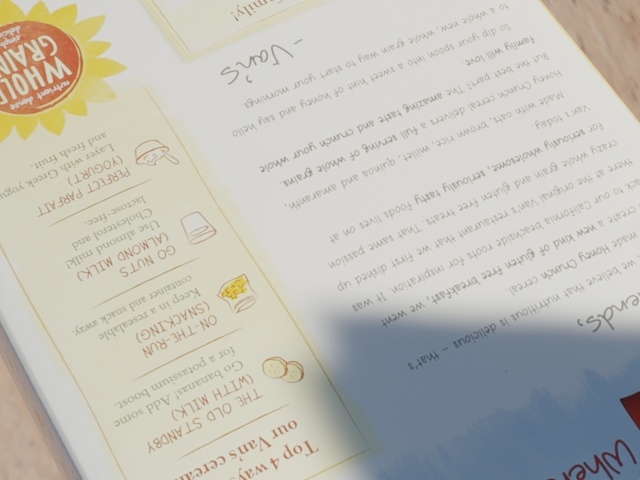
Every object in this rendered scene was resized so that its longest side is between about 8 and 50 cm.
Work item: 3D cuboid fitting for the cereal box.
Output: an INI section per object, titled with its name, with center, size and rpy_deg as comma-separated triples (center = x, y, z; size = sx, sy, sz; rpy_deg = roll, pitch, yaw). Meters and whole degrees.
[cereal box]
center = 0.000, 0.000, 0.419
size = 0.173, 0.240, 0.047
rpy_deg = -23, 151, -17
